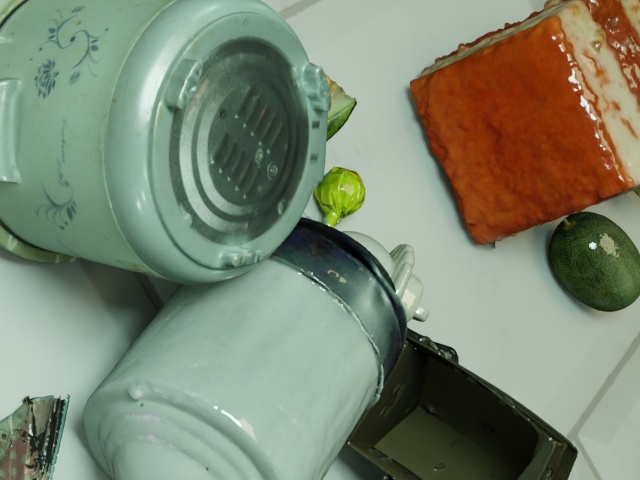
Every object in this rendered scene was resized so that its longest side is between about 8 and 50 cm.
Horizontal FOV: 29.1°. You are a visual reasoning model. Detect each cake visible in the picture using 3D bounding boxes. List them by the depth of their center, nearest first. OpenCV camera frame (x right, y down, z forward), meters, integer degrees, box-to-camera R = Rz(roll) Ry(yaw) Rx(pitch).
[{"bbox_3d":[0.318,-0.172,1.613,0.319,0.269,0.270,-30,96,-50],"label":"cake"}]

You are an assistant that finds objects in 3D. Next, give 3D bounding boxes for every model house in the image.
[{"bbox_3d":[0.150,0.247,1.347,0.204,0.211,0.243,-57,158,1],"label":"model house"}]

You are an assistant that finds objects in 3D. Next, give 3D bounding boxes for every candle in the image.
[{"bbox_3d":[-0.074,0.144,1.109,0.221,0.221,0.342,50,47,-19],"label":"candle"}]

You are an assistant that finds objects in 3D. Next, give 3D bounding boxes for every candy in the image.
[{"bbox_3d":[0.000,0.000,1.382,0.062,0.058,0.194,67,40,-53],"label":"candy"}]

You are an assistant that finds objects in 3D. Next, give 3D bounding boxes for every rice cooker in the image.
[{"bbox_3d":[-0.162,-0.099,1.071,0.316,0.316,0.264,-11,107,-48],"label":"rice cooker"}]

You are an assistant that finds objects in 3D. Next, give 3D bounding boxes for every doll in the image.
[{"bbox_3d":[-0.012,0.008,1.273,0.293,0.138,0.119,31,65,-11],"label":"doll"}]

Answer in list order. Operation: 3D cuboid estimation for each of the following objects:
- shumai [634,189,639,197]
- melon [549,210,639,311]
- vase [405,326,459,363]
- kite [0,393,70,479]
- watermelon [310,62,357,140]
[{"bbox_3d":[0.487,-0.168,1.904,0.209,0.161,0.153,40,21,2],"label":"shumai"},{"bbox_3d":[0.380,0.027,1.711,0.167,0.114,0.114,47,45,-25],"label":"melon"},{"bbox_3d":[0.084,0.110,1.405,0.167,0.059,0.059,36,50,-31],"label":"vase"},{"bbox_3d":[-0.319,0.201,0.982,0.335,0.011,0.314,-28,93,-49],"label":"kite"},{"bbox_3d":[-0.070,-0.146,1.267,0.063,0.245,0.119,18,99,-49],"label":"watermelon"}]
